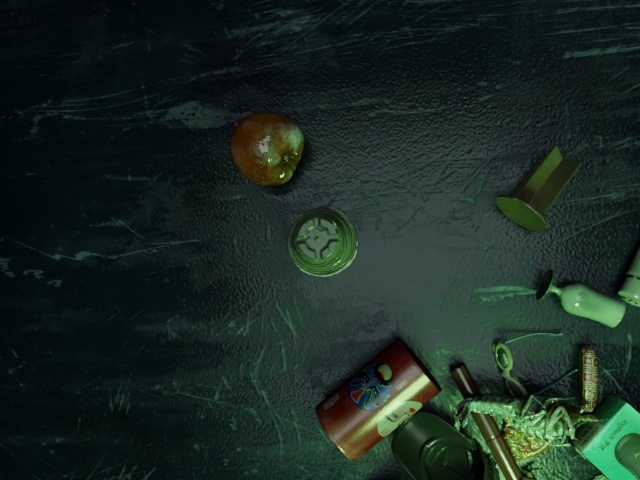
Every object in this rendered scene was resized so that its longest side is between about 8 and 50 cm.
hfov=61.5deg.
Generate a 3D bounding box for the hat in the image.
[{"bbox_3d":[0.381,0.684,1.619,0.238,0.209,0.336,-45,54,-6],"label":"hat"}]

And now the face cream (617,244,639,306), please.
[{"bbox_3d":[0.997,0.049,1.599,0.143,0.089,0.315,33,81,8],"label":"face cream"}]

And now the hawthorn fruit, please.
[{"bbox_3d":[-0.176,-0.288,1.707,0.262,0.231,0.235,7,78,46],"label":"hawthorn fruit"}]

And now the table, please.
[{"bbox_3d":[0.667,-0.164,1.620,0.167,0.167,0.227,38,83,8],"label":"table"}]

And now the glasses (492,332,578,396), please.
[{"bbox_3d":[0.653,0.370,1.617,0.220,0.088,0.190,-21,84,6],"label":"glasses"}]

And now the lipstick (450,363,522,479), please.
[{"bbox_3d":[0.497,0.545,1.626,0.057,0.057,0.357,-26,77,6],"label":"lipstick"}]

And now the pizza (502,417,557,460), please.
[{"bbox_3d":[0.610,0.565,1.631,0.185,0.052,0.195,-29,85,3],"label":"pizza"}]

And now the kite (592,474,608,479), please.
[{"bbox_3d":[0.887,0.813,1.599,0.141,0.015,0.245,-29,82,3],"label":"kite"}]

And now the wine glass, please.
[{"bbox_3d":[0.776,0.175,1.605,0.230,0.103,0.103,21,90,5],"label":"wine glass"}]

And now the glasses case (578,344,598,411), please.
[{"bbox_3d":[0.801,0.412,1.601,0.049,0.073,0.195,2,88,14],"label":"glasses case"}]

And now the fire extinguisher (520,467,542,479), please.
[{"bbox_3d":[0.624,0.766,1.619,0.062,0.050,0.178,11,89,34],"label":"fire extinguisher"}]

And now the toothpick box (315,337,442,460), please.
[{"bbox_3d":[0.173,0.475,1.620,0.333,0.204,0.204,-42,83,4],"label":"toothpick box"}]

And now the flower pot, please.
[{"bbox_3d":[0.000,0.000,1.700,0.235,0.140,0.236,0,87,6],"label":"flower pot"}]

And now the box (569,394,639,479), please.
[{"bbox_3d":[0.915,0.631,1.551,0.311,0.118,0.205,43,92,8],"label":"box"}]

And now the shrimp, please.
[{"bbox_3d":[0.593,0.508,1.528,0.410,0.222,0.166,13,56,16],"label":"shrimp"}]
